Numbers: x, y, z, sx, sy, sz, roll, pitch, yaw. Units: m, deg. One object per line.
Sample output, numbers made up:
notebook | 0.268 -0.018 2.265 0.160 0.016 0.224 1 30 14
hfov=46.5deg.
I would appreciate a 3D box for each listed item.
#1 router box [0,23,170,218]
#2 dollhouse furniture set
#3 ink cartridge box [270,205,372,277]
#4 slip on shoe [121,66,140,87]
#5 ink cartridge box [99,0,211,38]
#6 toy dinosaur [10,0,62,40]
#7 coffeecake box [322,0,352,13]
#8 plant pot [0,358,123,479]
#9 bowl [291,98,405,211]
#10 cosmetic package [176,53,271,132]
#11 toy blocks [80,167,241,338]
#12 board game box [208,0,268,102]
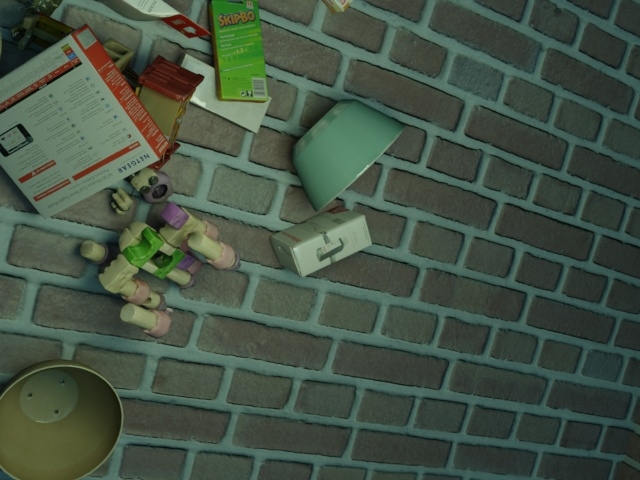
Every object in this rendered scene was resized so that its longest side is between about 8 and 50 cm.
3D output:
router box | -0.545 -0.241 1.580 0.335 0.082 0.301 -23 115 21
dollhouse furniture set | -0.472 -0.339 1.650 0.374 0.152 0.201 26 121 -7
ink cartridge box | 0.000 0.000 1.948 0.218 0.158 0.092 -23 110 -19
slip on shoe | -0.477 -0.387 1.710 0.135 0.051 0.041 27 128 -35
ink cartridge box | -0.377 -0.500 1.649 0.232 0.189 0.066 35 85 -28
toy dinosaur | -0.592 -0.551 1.610 0.268 0.064 0.118 -45 130 -11
coffeecake box | 0.057 -0.694 1.882 0.142 0.068 0.185 44 81 -26
plant pot | -0.617 0.393 1.718 0.284 0.191 0.284 -5 102 -25
bowl | 0.045 -0.235 1.870 0.163 0.311 0.311 45 80 -6
cosmetic package | -0.247 -0.355 1.812 0.239 0.060 0.099 24 90 -27
toy blocks | -0.364 0.043 1.782 0.288 0.309 0.260 -47 149 3
board game box | -0.198 -0.461 1.788 0.124 0.039 0.259 -3 86 -31
